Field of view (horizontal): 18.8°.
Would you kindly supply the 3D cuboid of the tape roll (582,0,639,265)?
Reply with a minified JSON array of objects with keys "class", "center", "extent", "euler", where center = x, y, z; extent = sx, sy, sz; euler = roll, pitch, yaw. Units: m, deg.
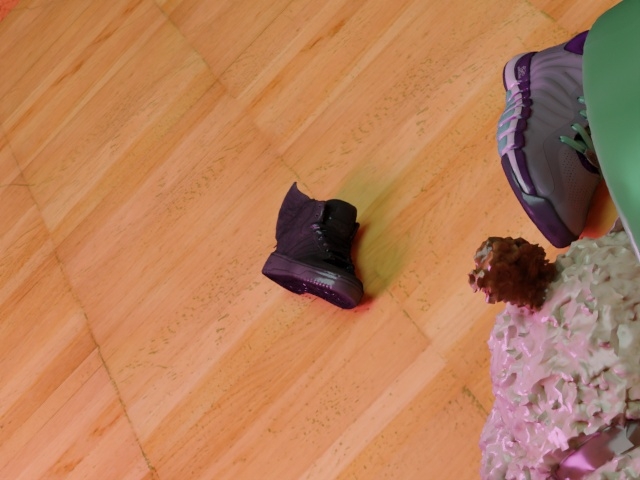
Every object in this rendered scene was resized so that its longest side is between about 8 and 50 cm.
[{"class":"tape roll","center":[0.249,0.007,0.928],"extent":[0.077,0.321,0.321],"euler":[-32,31,28]}]

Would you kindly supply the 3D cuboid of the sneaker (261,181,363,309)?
[{"class":"sneaker","center":[0.002,0.001,1.594],"extent":[0.089,0.051,0.170],"euler":[-58,25,-10]}]

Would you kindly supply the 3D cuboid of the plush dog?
[{"class":"plush dog","center":[0.182,0.114,1.065],"extent":[0.262,0.210,0.225],"euler":[-36,53,22]}]

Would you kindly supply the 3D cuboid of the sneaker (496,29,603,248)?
[{"class":"sneaker","center":[0.187,-0.089,1.414],"extent":[0.098,0.083,0.224],"euler":[-30,31,23]}]
